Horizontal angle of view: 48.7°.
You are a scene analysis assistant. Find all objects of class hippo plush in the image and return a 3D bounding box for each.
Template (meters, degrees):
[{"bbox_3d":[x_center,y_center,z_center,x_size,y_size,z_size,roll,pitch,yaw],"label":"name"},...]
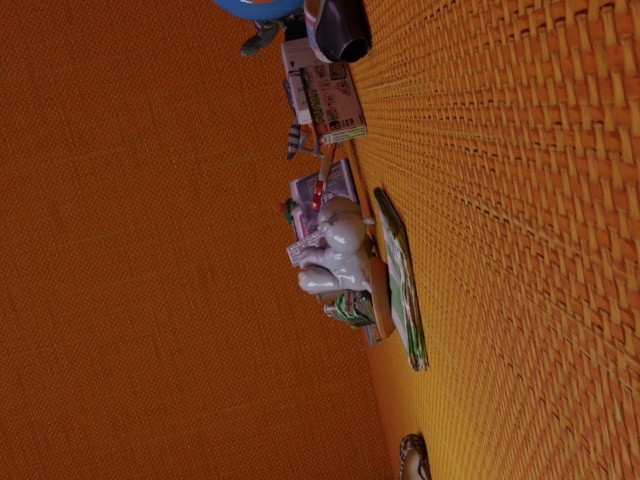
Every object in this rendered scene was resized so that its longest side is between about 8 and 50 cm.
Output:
[{"bbox_3d":[0.038,0.020,1.892,0.294,0.234,0.236,-103,0,-49],"label":"hippo plush"}]

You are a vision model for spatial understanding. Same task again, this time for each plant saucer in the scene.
[{"bbox_3d":[0.153,0.135,1.697,0.200,0.037,0.199,-9,-90,-79],"label":"plant saucer"}]

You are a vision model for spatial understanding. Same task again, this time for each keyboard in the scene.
[{"bbox_3d":[0.000,0.000,2.301,0.014,0.256,0.072,-6,-111,-64],"label":"keyboard"}]

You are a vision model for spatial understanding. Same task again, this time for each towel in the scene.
[{"bbox_3d":[0.159,0.079,1.465,0.248,0.038,0.324,-103,0,-67],"label":"towel"}]

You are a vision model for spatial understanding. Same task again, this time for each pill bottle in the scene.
[{"bbox_3d":[0.015,-0.435,1.443,0.160,0.087,0.087,78,179,-70],"label":"pill bottle"},{"bbox_3d":[0.024,-0.027,2.422,0.224,0.224,0.392,95,163,-87],"label":"pill bottle"}]

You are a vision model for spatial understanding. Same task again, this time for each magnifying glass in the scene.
[{"bbox_3d":[-0.115,-0.107,2.438,0.231,0.026,0.092,11,-104,-75],"label":"magnifying glass"}]

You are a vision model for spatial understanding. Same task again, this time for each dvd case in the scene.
[{"bbox_3d":[0.019,-0.149,2.263,0.018,0.221,0.164,4,-111,-51],"label":"dvd case"}]

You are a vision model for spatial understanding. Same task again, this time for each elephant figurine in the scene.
[{"bbox_3d":[-0.103,-0.583,1.723,0.169,0.240,0.186,78,179,-47],"label":"elephant figurine"}]

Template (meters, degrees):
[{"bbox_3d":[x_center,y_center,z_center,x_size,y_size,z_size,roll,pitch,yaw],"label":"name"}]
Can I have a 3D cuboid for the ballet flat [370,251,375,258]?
[{"bbox_3d":[0.145,0.063,2.046,0.114,0.041,0.041,-104,2,-67],"label":"ballet flat"}]

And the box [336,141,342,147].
[{"bbox_3d":[0.043,-0.384,2.342,0.137,0.027,0.094,-104,1,-46],"label":"box"}]

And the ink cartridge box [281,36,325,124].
[{"bbox_3d":[-0.009,-0.399,1.738,0.082,0.140,0.190,88,169,-75],"label":"ink cartridge box"}]

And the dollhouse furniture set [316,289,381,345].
[{"bbox_3d":[0.107,0.287,2.604,0.286,0.198,0.303,-104,1,-59],"label":"dollhouse furniture set"}]

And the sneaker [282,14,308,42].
[{"bbox_3d":[-0.065,-0.703,2.461,0.146,0.123,0.330,32,-139,-65],"label":"sneaker"}]

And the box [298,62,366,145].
[{"bbox_3d":[0.026,-0.317,1.602,0.036,0.114,0.207,78,179,-61],"label":"box"}]

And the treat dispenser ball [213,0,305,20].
[{"bbox_3d":[-0.132,-0.618,1.509,0.288,0.288,0.288,167,90,-89],"label":"treat dispenser ball"}]

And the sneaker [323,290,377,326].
[{"bbox_3d":[0.103,0.208,2.164,0.410,0.182,0.158,82,175,-76],"label":"sneaker"}]

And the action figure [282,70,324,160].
[{"bbox_3d":[-0.041,-0.418,2.206,0.341,0.179,0.330,-118,18,-73],"label":"action figure"}]

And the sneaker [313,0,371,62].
[{"bbox_3d":[0.038,-0.354,1.284,0.222,0.083,0.118,85,172,-76],"label":"sneaker"}]

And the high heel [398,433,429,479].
[{"bbox_3d":[0.253,0.656,1.908,0.186,0.093,0.261,57,-152,-74],"label":"high heel"}]

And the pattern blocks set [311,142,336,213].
[{"bbox_3d":[0.024,-0.233,1.953,0.285,0.026,0.324,49,-127,-88],"label":"pattern blocks set"}]
